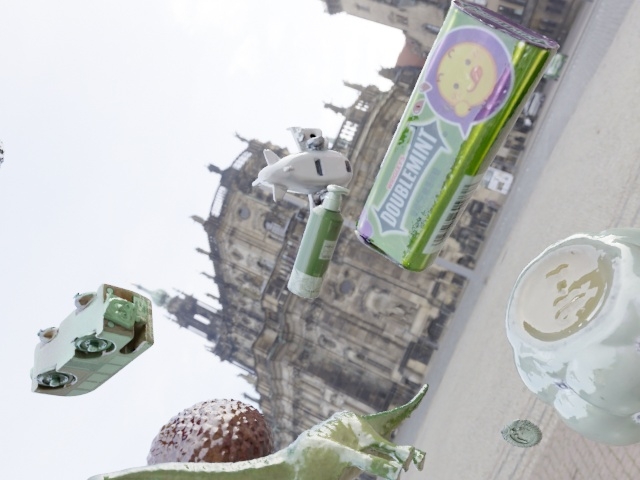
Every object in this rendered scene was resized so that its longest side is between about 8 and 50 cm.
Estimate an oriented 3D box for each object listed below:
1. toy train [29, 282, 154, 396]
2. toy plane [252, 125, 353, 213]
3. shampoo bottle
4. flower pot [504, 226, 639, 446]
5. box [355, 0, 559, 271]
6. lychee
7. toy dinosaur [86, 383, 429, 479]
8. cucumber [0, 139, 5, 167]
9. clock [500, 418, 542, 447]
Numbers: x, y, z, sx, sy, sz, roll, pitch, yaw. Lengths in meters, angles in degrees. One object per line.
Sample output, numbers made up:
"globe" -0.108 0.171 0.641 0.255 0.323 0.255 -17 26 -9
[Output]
"toy train" -0.486 0.219 1.080 0.326 0.129 0.159 -37 -42 25
"toy plane" -0.034 -0.154 1.200 0.117 0.245 0.244 -24 29 55
"shampoo bottle" 0.000 0.000 0.908 0.065 0.065 0.204 -29 -40 -66
"flower pot" 0.334 0.103 0.577 0.246 0.195 0.246 -51 18 24
"box" 0.160 -0.119 0.686 0.097 0.134 0.345 -28 -31 -46
"lychee" -0.224 0.450 1.060 0.260 0.261 0.260 -58 -17 -30
"toy dinosaur" -0.031 0.266 0.674 0.447 0.301 0.086 -19 -65 -61
"cucumber" -0.493 -0.101 0.720 0.245 0.067 0.067 -109 31 -60
"clock" 0.416 0.399 1.057 0.074 0.083 0.010 -51 10 27
